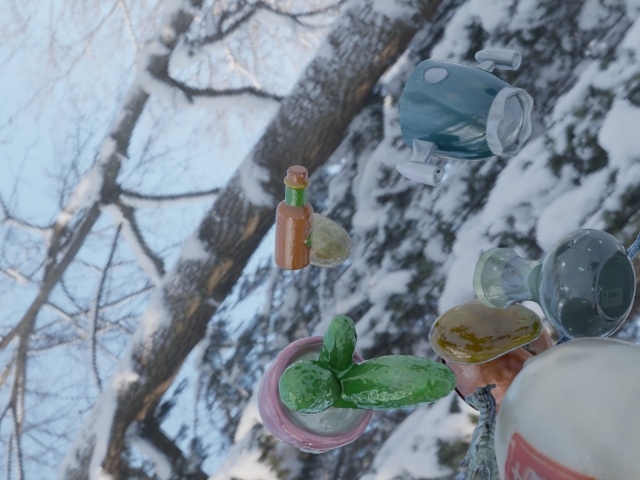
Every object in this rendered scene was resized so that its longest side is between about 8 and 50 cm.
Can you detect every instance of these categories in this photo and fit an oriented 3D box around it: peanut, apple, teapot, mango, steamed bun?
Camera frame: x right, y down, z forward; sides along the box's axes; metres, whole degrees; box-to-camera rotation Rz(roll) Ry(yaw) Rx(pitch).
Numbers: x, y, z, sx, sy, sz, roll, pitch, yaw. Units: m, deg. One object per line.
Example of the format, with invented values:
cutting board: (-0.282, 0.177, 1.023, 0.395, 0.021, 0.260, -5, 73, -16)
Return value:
peanut: (0.000, 0.000, 2.089, 0.140, 0.109, 0.159, 44, -167, 18)
apple: (0.410, 0.259, 2.159, 0.251, 0.206, 0.272, 11, -125, -17)
teapot: (0.378, 0.069, 1.566, 0.183, 0.251, 0.183, -1, -88, -37)
mango: (0.330, 0.180, 1.915, 0.227, 0.099, 0.136, -11, -136, 0)
steamed bun: (0.402, 0.325, 1.331, 0.374, 0.374, 0.241, 46, -125, 10)

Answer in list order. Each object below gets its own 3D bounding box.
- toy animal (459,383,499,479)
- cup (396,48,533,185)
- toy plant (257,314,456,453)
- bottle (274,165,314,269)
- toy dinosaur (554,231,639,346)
toy animal: (0.320, 0.399, 1.874, 0.073, 0.176, 0.217, 8, -158, 1)
cup: (0.241, -0.203, 1.535, 0.173, 0.299, 0.167, 17, 151, 37)
toy plant: (0.034, 0.270, 1.748, 0.317, 0.356, 0.210, 2, -114, -20)
bottle: (-0.044, -0.041, 1.663, 0.069, 0.187, 0.069, 3, -149, -2)
toy dinosaur: (0.520, 0.109, 1.802, 0.076, 0.363, 0.147, 36, -156, 14)
